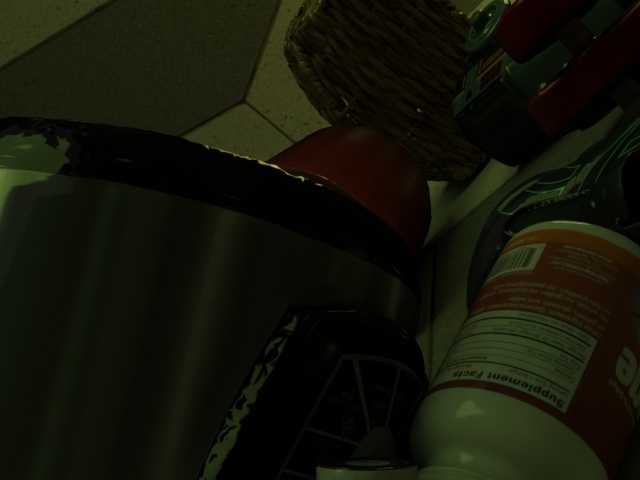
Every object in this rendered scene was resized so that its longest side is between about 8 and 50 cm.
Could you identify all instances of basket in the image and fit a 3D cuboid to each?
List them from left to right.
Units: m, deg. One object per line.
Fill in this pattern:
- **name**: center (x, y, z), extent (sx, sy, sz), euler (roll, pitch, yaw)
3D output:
- **basket**: center (0.096, -0.215, 1.594), extent (0.213, 0.299, 0.223), euler (-52, 11, 0)

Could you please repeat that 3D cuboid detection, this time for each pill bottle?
- **pill bottle**: center (0.128, 0.100, 0.735), extent (0.121, 0.121, 0.216), euler (-37, 16, 55)

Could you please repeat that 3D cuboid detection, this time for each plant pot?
- **plant pot**: center (0.000, 0.000, 1.395), extent (0.272, 0.272, 0.265), euler (-46, 3, 29)

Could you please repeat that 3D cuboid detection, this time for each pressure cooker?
- **pressure cooker**: center (-0.137, 0.171, 0.802), extent (0.375, 0.370, 0.420), euler (129, 154, -74)

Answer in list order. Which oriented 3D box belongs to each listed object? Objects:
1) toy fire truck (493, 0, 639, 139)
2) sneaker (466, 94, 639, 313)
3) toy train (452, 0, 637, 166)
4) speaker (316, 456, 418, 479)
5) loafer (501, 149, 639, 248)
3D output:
- **toy fire truck**: center (0.303, -0.200, 1.033), extent (0.302, 0.169, 0.254), euler (-45, -8, 25)
- **sneaker**: center (0.207, -0.019, 0.901), extent (0.267, 0.101, 0.106), euler (-48, 12, 19)
- **toy train**: center (0.275, -0.227, 1.337), extent (0.334, 0.142, 0.190), euler (-40, 25, 40)
- **speaker**: center (0.025, 0.186, 0.644), extent (0.055, 0.055, 0.136), euler (164, 106, -74)
- **loafer**: center (0.207, -0.023, 0.781), extent (0.223, 0.078, 0.076), euler (-8, 36, 46)
